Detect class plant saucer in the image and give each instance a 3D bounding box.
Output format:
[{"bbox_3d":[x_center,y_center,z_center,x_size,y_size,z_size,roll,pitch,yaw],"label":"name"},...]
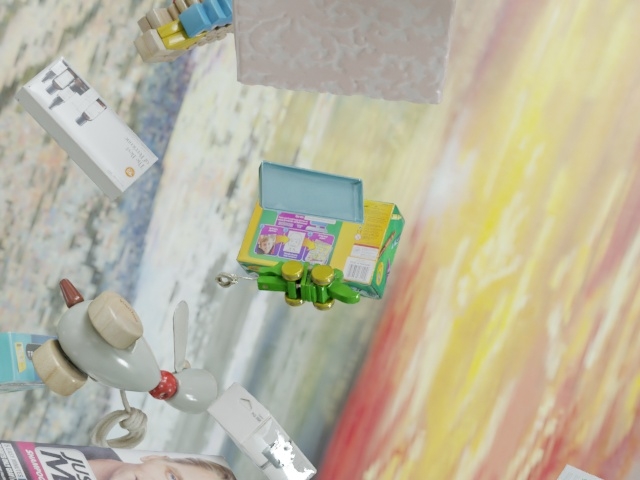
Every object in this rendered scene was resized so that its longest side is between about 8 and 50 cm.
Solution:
[{"bbox_3d":[-0.013,-0.064,1.687,0.018,0.192,0.067,-11,-104,46],"label":"plant saucer"}]

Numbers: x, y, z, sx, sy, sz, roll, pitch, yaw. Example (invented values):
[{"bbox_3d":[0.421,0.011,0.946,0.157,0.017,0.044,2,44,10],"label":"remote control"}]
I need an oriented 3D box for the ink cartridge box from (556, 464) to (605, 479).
[{"bbox_3d":[0.512,0.613,2.290,0.309,0.272,0.130,-47,141,-33],"label":"ink cartridge box"}]

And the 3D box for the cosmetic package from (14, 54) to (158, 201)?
[{"bbox_3d":[-0.394,-0.189,2.077,0.099,0.239,0.060,-48,-170,-29],"label":"cosmetic package"}]

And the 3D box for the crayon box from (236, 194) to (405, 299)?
[{"bbox_3d":[0.000,0.000,2.293,0.081,0.278,0.165,55,49,-59],"label":"crayon box"}]

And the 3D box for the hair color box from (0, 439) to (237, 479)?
[{"bbox_3d":[-0.241,0.336,1.452,0.105,0.347,0.174,-59,-137,20],"label":"hair color box"}]

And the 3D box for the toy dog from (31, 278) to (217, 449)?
[{"bbox_3d":[-0.292,0.156,1.816,0.334,0.220,0.161,70,-5,-56],"label":"toy dog"}]

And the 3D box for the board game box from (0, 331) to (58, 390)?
[{"bbox_3d":[-0.590,0.210,1.967,0.254,0.336,0.079,29,52,-76],"label":"board game box"}]

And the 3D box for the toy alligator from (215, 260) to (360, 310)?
[{"bbox_3d":[-0.037,0.047,1.566,0.051,0.189,0.056,-67,159,-47],"label":"toy alligator"}]

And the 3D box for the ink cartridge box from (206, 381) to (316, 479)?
[{"bbox_3d":[-0.078,0.263,1.616,0.056,0.135,0.099,-42,-141,-11],"label":"ink cartridge box"}]

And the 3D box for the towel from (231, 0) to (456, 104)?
[{"bbox_3d":[0.034,-0.346,1.796,0.317,0.331,0.053,92,7,-46],"label":"towel"}]

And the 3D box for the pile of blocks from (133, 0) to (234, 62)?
[{"bbox_3d":[-0.163,-0.422,2.104,0.362,0.113,0.149,-26,173,-24],"label":"pile of blocks"}]
